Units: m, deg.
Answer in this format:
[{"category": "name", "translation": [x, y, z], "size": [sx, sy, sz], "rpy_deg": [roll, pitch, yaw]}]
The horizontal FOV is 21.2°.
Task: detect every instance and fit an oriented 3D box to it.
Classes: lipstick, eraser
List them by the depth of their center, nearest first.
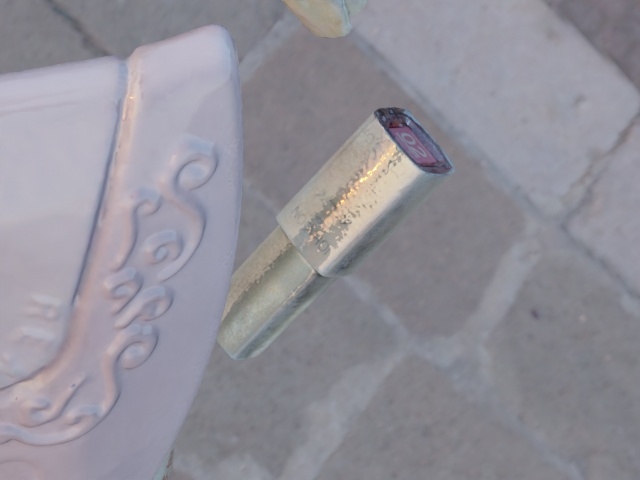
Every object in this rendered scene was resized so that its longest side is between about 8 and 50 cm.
[{"category": "eraser", "translation": [-0.113, 0.043, 0.600], "size": [0.204, 0.243, 0.059], "rpy_deg": [-11, 42, -3]}, {"category": "lipstick", "translation": [0.000, 0.000, 1.455], "size": [0.079, 0.253, 0.077], "rpy_deg": [50, 25, 15]}]

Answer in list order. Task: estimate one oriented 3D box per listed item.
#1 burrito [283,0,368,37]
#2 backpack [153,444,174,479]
[{"category": "burrito", "translation": [-0.043, -0.152, 0.639], "size": [0.045, 0.041, 0.185], "rpy_deg": [-41, 121, 4]}, {"category": "backpack", "translation": [-0.251, 0.191, 1.280], "size": [0.317, 0.197, 0.283], "rpy_deg": [-6, 109, -61]}]
